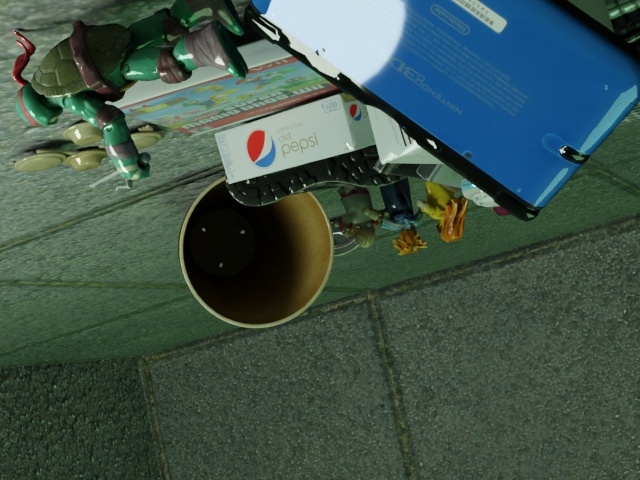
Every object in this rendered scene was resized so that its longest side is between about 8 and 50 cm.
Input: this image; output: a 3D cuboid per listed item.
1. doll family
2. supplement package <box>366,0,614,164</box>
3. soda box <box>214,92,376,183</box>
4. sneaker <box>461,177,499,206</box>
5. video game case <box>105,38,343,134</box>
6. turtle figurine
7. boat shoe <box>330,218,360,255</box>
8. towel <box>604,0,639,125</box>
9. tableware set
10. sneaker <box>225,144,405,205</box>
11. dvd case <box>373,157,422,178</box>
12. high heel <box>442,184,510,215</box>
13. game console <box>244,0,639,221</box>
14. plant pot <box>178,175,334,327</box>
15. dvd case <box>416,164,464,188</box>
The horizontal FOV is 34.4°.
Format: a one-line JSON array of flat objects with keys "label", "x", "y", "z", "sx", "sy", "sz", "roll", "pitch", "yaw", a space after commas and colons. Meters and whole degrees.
[{"label": "doll family", "x": 0.155, "y": -0.060, "z": 1.718, "sx": 0.263, "sy": 0.163, "sz": 0.118, "roll": -8, "pitch": 169, "yaw": -26}, {"label": "supplement package", "x": 0.181, "y": -0.181, "z": 1.099, "sx": 0.194, "sy": 0.149, "sz": 0.203, "roll": -5, "pitch": 167, "yaw": -46}, {"label": "soda box", "x": -0.026, "y": -0.127, "z": 1.261, "sx": 0.216, "sy": 0.069, "sz": 0.074, "roll": -10, "pitch": -173, "yaw": 41}, {"label": "sneaker", "x": 0.201, "y": -0.065, "z": 1.158, "sx": 0.083, "sy": 0.071, "sz": 0.191, "roll": -9, "pitch": 172, "yaw": 2}, {"label": "video game case", "x": -0.088, "y": -0.162, "z": 1.111, "sx": 0.204, "sy": 0.025, "sz": 0.285, "roll": -15, "pitch": 178, "yaw": 10}, {"label": "turtle figurine", "x": -0.180, "y": -0.138, "z": 0.904, "sx": 0.234, "sy": 0.175, "sz": 0.118, "roll": -24, "pitch": 150, "yaw": 15}, {"label": "boat shoe", "x": 0.000, "y": 0.000, "z": 2.129, "sx": 0.206, "sy": 0.075, "sz": 0.065, "roll": -14, "pitch": 175, "yaw": 33}, {"label": "towel", "x": 0.365, "y": -0.211, "z": 1.269, "sx": 0.235, "sy": 0.121, "sz": 0.283, "roll": -19, "pitch": 168, "yaw": 29}, {"label": "tableware set", "x": -0.284, "y": -0.113, "z": 1.259, "sx": 0.168, "sy": 0.020, "sz": 0.141, "roll": -20, "pitch": 170, "yaw": 27}, {"label": "sneaker", "x": 0.010, "y": -0.120, "z": 1.454, "sx": 0.283, "sy": 0.107, "sz": 0.124, "roll": -9, "pitch": -176, "yaw": 3}, {"label": "dvd case", "x": 0.173, "y": -0.152, "z": 1.367, "sx": 0.221, "sy": 0.018, "sz": 0.164, "roll": 3, "pitch": 123, "yaw": -55}, {"label": "high heel", "x": 0.336, "y": -0.130, "z": 1.713, "sx": 0.181, "sy": 0.127, "sz": 0.377, "roll": -25, "pitch": 170, "yaw": 26}, {"label": "game console", "x": 0.104, "y": -0.169, "z": 0.861, "sx": 0.173, "sy": 0.293, "sz": 0.250, "roll": -53, "pitch": 178, "yaw": -44}, {"label": "plant pot", "x": -0.129, "y": 0.005, "z": 1.649, "sx": 0.237, "sy": 0.237, "sz": 0.254, "roll": -10, "pitch": -174, "yaw": -17}, {"label": "dvd case", "x": 0.241, "y": -0.148, "z": 1.416, "sx": 0.238, "sy": 0.029, "sz": 0.179, "roll": 6, "pitch": 121, "yaw": -56}]
